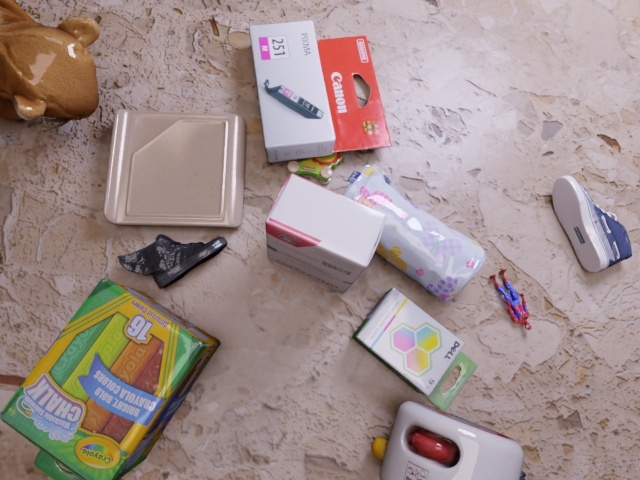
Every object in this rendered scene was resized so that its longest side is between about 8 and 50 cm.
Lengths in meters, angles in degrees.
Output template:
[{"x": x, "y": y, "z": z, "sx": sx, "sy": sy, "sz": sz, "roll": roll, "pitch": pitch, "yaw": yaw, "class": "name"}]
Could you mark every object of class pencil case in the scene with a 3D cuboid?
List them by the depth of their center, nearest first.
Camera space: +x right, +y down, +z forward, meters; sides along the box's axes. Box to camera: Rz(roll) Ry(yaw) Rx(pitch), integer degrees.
[{"x": 0.152, "y": -0.014, "z": 0.814, "sx": 0.273, "sy": 0.113, "sz": 0.124, "roll": 39, "pitch": 64, "yaw": 5, "class": "pencil case"}]

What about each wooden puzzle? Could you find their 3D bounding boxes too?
[{"x": -0.260, "y": -0.131, "z": 0.851, "sx": 0.238, "sy": 0.044, "sz": 0.221, "roll": 2, "pitch": 77, "yaw": -8, "class": "wooden puzzle"}]

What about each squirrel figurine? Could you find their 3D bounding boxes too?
[{"x": -0.535, "y": -0.326, "z": 0.691, "sx": 0.370, "sy": 0.397, "sz": 0.281, "roll": 28, "pitch": 72, "yaw": 12, "class": "squirrel figurine"}]

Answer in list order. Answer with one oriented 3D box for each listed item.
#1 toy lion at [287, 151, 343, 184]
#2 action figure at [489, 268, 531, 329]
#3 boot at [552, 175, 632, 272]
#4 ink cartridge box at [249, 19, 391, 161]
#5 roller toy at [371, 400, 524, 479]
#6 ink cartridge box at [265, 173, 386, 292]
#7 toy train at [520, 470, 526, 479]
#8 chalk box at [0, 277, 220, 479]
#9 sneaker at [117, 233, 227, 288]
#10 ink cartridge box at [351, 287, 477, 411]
[{"x": -0.008, "y": -0.159, "z": 0.878, "sx": 0.100, "sy": 0.034, "sz": 0.096, "roll": 10, "pitch": 70, "yaw": -1, "class": "toy lion"}, {"x": 0.353, "y": 0.111, "z": 0.844, "sx": 0.038, "sy": 0.030, "sz": 0.115, "roll": -25, "pitch": 82, "yaw": -14, "class": "action figure"}, {"x": 0.513, "y": -0.040, "z": 0.874, "sx": 0.086, "sy": 0.069, "sz": 0.190, "roll": -18, "pitch": 87, "yaw": -15, "class": "boot"}, {"x": -0.001, "y": -0.293, "z": 0.878, "sx": 0.238, "sy": 0.060, "sz": 0.275, "roll": -8, "pitch": 71, "yaw": -5, "class": "ink cartridge box"}, {"x": 0.190, "y": 0.342, "z": 0.696, "sx": 0.209, "sy": 0.191, "sz": 0.146, "roll": 20, "pitch": 78, "yaw": 0, "class": "roller toy"}, {"x": 0.000, "y": 0.000, "z": 0.745, "sx": 0.158, "sy": 0.218, "sz": 0.092, "roll": 24, "pitch": 72, "yaw": 1, "class": "ink cartridge box"}, {"x": 0.352, "y": 0.452, "z": 0.744, "sx": 0.184, "sy": 0.080, "sz": 0.105, "roll": 32, "pitch": 68, "yaw": 6, "class": "toy train"}, {"x": -0.313, "y": 0.231, "z": 0.692, "sx": 0.180, "sy": 0.179, "sz": 0.289, "roll": 31, "pitch": 77, "yaw": 4, "class": "chalk box"}, {"x": -0.256, "y": 0.019, "z": 0.809, "sx": 0.170, "sy": 0.051, "sz": 0.089, "roll": -35, "pitch": 86, "yaw": -7, "class": "sneaker"}, {"x": 0.170, "y": 0.190, "z": 0.794, "sx": 0.209, "sy": 0.062, "sz": 0.109, "roll": 39, "pitch": 77, "yaw": 5, "class": "ink cartridge box"}]
